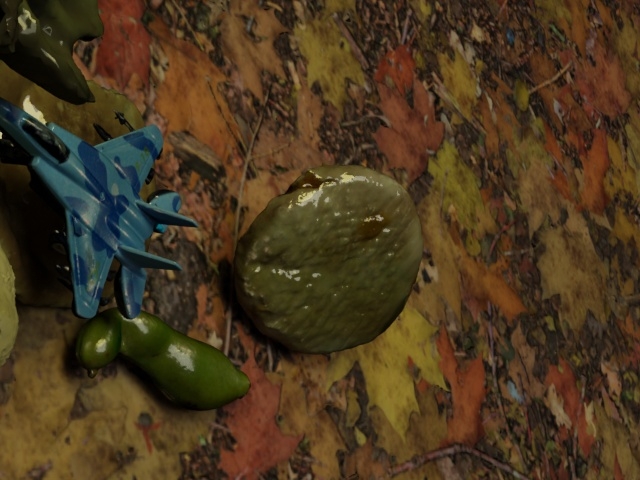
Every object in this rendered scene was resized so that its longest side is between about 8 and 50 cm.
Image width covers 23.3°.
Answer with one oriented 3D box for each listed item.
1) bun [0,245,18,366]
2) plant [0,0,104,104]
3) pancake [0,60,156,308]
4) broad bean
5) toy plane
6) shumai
[{"bbox_3d":[-0.311,0.043,0.981,0.259,0.152,0.259,9,74,-36],"label":"bun"},{"bbox_3d":[-0.271,-0.183,0.979,0.213,0.312,0.215,-110,-156,-65],"label":"plant"},{"bbox_3d":[-0.205,-0.049,1.238,0.236,0.042,0.222,58,41,-42],"label":"pancake"},{"bbox_3d":[-0.125,0.104,1.312,0.213,0.048,0.070,22,56,-47],"label":"broad bean"},{"bbox_3d":[-0.187,-0.043,1.160,0.246,0.078,0.169,40,60,-42],"label":"toy plane"},{"bbox_3d":[0.000,0.000,1.459,0.201,0.201,0.120,39,6,-37],"label":"shumai"}]
